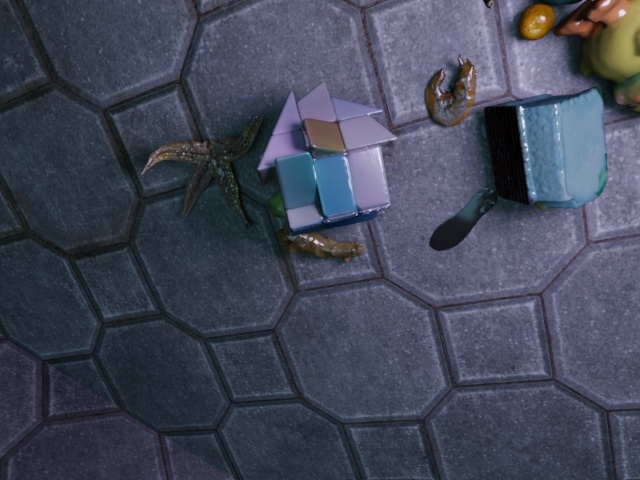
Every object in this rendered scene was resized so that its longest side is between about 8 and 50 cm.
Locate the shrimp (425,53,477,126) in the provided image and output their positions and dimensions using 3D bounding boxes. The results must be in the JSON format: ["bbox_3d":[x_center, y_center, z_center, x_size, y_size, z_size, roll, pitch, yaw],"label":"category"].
[{"bbox_3d":[0.355,-0.405,1.148,0.132,0.052,0.188,13,117,10],"label":"shrimp"}]

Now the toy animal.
[{"bbox_3d":[0.726,-0.439,0.957,0.338,0.216,0.191,41,89,-6],"label":"toy animal"}]

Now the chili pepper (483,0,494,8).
[{"bbox_3d":[0.329,-0.700,0.987,0.131,0.134,0.339,-2,107,31],"label":"chili pepper"}]

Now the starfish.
[{"bbox_3d":[-0.367,-0.223,1.386,0.397,0.132,0.384,0,119,1],"label":"starfish"}]

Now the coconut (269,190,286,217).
[{"bbox_3d":[-0.127,-0.114,1.386,0.096,0.088,0.088,-44,96,-3],"label":"coconut"}]

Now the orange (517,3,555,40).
[{"bbox_3d":[0.528,-0.536,1.036,0.083,0.070,0.083,14,139,12],"label":"orange"}]

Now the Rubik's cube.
[{"bbox_3d":[0.021,-0.205,1.177,0.387,0.358,0.368,-13,71,-6],"label":"Rubik's cube"}]

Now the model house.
[{"bbox_3d":[0.560,-0.230,1.106,0.248,0.229,0.281,11,119,57],"label":"model house"}]

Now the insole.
[{"bbox_3d":[0.437,-0.058,1.294,0.086,0.005,0.253,39,117,-4],"label":"insole"}]

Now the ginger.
[{"bbox_3d":[0.000,0.000,1.403,0.294,0.086,0.131,11,105,2],"label":"ginger"}]

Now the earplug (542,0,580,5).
[{"bbox_3d":[0.545,-0.683,0.951,0.257,0.164,0.280,-44,111,-10],"label":"earplug"}]
